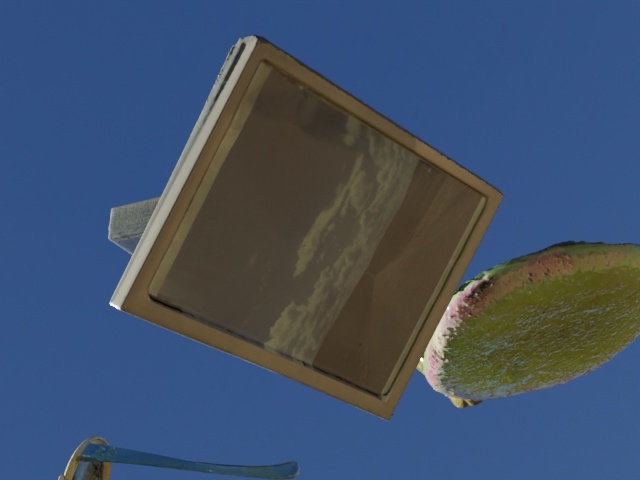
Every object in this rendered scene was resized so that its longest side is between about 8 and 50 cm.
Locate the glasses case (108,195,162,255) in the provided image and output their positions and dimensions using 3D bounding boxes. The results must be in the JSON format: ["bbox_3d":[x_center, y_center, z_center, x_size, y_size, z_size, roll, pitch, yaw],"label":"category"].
[{"bbox_3d":[-0.118,-0.026,1.652,0.071,0.205,0.047,40,-136,-52],"label":"glasses case"}]

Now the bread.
[{"bbox_3d":[0.188,0.075,1.331,0.228,0.033,0.228,-14,-31,-9],"label":"bread"}]

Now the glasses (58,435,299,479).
[{"bbox_3d":[-0.115,0.248,1.419,0.220,0.088,0.190,-9,-59,6],"label":"glasses"}]

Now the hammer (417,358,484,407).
[{"bbox_3d":[0.079,0.091,1.656,0.113,0.305,0.202,31,-84,-41],"label":"hammer"}]

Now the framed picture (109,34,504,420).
[{"bbox_3d":[0.000,0.000,1.036,0.260,0.023,0.189,28,-91,-41],"label":"framed picture"}]
